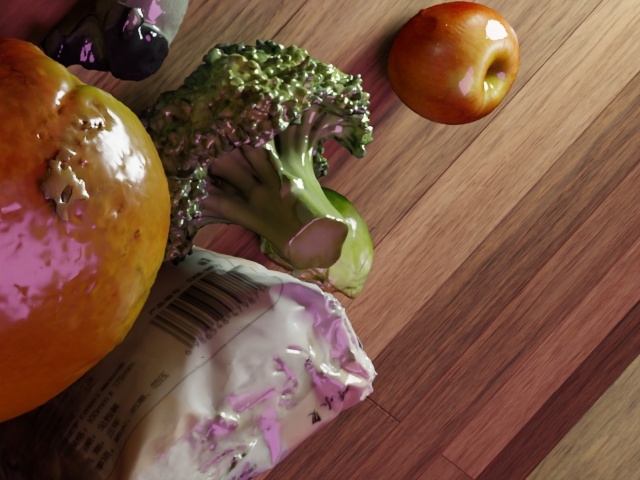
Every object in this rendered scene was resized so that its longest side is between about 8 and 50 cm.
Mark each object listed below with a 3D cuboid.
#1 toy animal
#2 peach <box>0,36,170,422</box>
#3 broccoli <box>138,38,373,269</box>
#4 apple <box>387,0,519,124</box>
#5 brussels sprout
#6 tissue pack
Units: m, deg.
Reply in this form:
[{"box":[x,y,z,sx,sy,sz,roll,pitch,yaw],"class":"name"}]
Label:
[{"box":[-0.162,-0.249,1.199,0.121,0.094,0.225,1,115,-63],"class":"toy animal"},{"box":[-0.303,0.008,1.100,0.290,0.372,0.373,37,95,-24],"class":"peach"},{"box":[-0.080,-0.090,1.349,0.235,0.260,0.288,39,96,-24],"class":"broccoli"},{"box":[0.163,-0.222,1.589,0.163,0.139,0.163,-29,132,-38],"class":"apple"},{"box":[0.001,-0.004,1.623,0.122,0.149,0.151,-65,-173,-1],"class":"brussels sprout"},{"box":[-0.179,0.160,1.379,0.375,0.390,0.195,-37,124,-24],"class":"tissue pack"}]
